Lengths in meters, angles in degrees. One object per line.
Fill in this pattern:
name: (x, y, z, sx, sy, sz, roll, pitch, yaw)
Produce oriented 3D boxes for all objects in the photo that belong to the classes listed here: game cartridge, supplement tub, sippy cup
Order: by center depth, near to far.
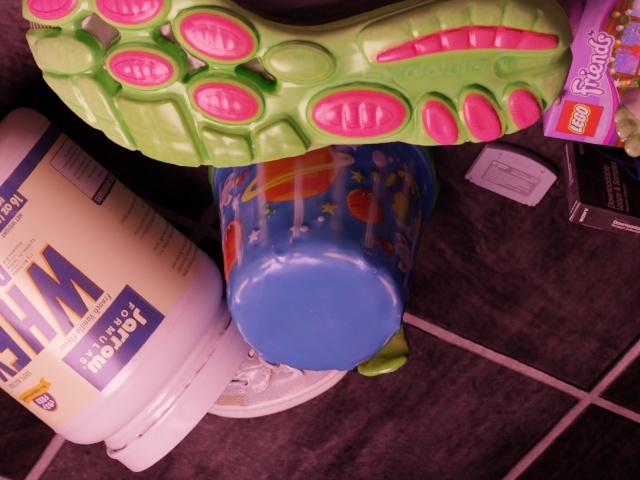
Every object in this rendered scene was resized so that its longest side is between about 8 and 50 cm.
sippy cup: (0.000, 0.000, 1.636, 0.305, 0.224, 0.240, 25, 128, -19)
supplement tub: (-0.246, 0.052, 1.649, 0.325, 0.235, 0.235, 41, 123, -12)
game cartridge: (0.196, -0.070, 1.702, 0.083, 0.017, 0.056, 22, 132, -15)

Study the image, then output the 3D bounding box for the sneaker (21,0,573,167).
sneaker: (-0.023, -0.178, 1.489, 0.482, 0.202, 0.185, 4, 117, -2)

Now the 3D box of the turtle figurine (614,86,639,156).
turtle figurine: (0.400, -0.084, 1.458, 0.197, 0.275, 0.266, 3, 165, -44)

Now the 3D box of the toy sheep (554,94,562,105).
toy sheep: (0.166, -0.151, 1.586, 0.132, 0.091, 0.091, 18, 136, 24)

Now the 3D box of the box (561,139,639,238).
box: (0.321, -0.044, 1.650, 0.162, 0.116, 0.029, 13, 129, -8)

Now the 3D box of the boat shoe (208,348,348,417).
boat shoe: (-0.124, 0.119, 1.821, 0.320, 0.118, 0.103, -2, 136, 14)

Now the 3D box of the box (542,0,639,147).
box: (0.338, -0.210, 1.543, 0.200, 0.057, 0.293, 8, 131, -4)
